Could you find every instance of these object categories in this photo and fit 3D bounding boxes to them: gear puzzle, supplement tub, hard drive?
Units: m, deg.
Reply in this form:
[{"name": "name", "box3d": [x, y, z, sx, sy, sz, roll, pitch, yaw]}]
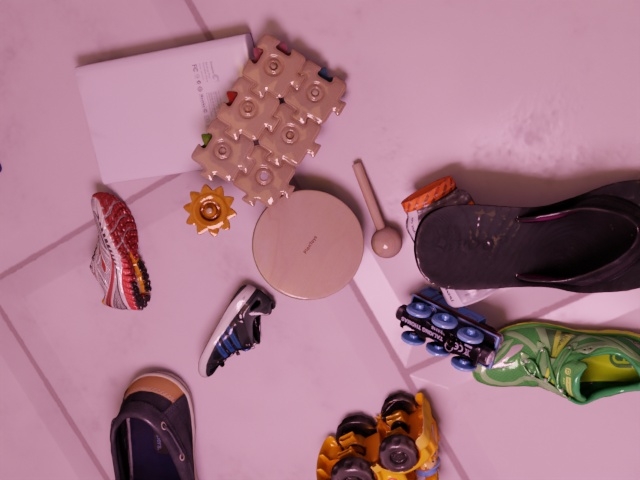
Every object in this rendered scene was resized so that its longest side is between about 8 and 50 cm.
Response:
[{"name": "gear puzzle", "box3d": [-0.104, -0.150, 1.596, 0.176, 0.044, 0.338, 32, 93, -3]}, {"name": "supplement tub", "box3d": [0.212, 0.001, 1.563, 0.117, 0.117, 0.190, -27, 97, 22]}, {"name": "hard drive", "box3d": [-0.249, -0.220, 1.675, 0.319, 0.040, 0.210, -7, 104, 18]}]

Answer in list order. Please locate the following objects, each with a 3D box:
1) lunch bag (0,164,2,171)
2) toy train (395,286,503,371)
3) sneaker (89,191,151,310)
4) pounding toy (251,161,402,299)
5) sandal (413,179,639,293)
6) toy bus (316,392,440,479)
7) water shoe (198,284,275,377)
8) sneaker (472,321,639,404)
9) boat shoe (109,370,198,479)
[{"name": "lunch bag", "box3d": [-0.638, -0.146, 1.798, 0.065, 0.067, 0.098, -14, 103, 20]}, {"name": "toy train", "box3d": [0.212, 0.144, 1.590, 0.184, 0.105, 0.080, 25, 120, 31]}, {"name": "sneaker", "box3d": [-0.380, 0.024, 1.762, 0.093, 0.088, 0.225, -5, 104, 19]}, {"name": "pounding toy", "box3d": [0.000, 0.000, 1.650, 0.237, 0.110, 0.182, -28, 85, -7]}, {"name": "sandal", "box3d": [0.366, 0.008, 1.461, 0.446, 0.107, 0.167, -7, 95, -3]}, {"name": "toy bus", "box3d": [0.135, 0.401, 1.702, 0.220, 0.149, 0.211, -32, 108, 20]}, {"name": "water shoe", "box3d": [-0.151, 0.177, 1.748, 0.080, 0.073, 0.203, 30, 113, 4]}, {"name": "sneaker", "box3d": [0.386, 0.195, 1.566, 0.296, 0.123, 0.109, -4, 105, 18]}, {"name": "boat shoe", "box3d": [-0.303, 0.497, 1.847, 0.187, 0.156, 0.499, 1, 108, 14]}]
